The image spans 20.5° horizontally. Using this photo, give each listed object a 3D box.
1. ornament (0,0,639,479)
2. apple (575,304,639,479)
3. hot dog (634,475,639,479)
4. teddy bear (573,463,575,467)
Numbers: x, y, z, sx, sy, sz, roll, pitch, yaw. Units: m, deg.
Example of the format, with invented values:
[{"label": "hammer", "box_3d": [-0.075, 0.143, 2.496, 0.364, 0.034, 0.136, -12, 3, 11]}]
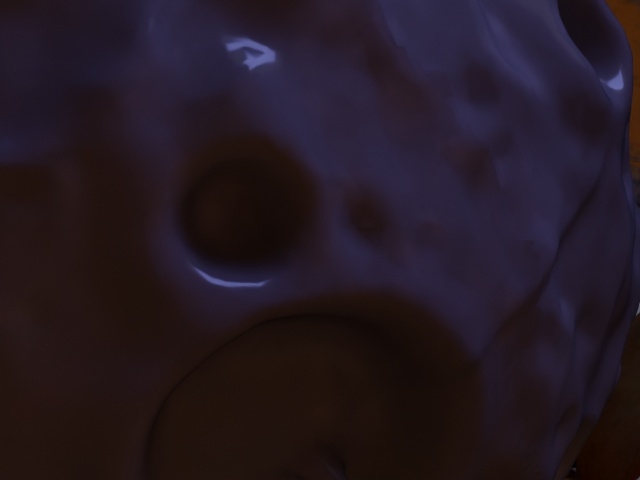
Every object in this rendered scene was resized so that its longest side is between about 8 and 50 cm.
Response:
[{"label": "ornament", "box_3d": [-0.062, -0.009, 0.537, 0.337, 0.337, 0.337, 26, 5, -2]}, {"label": "apple", "box_3d": [0.299, 0.193, 1.305, 0.251, 0.163, 0.293, 35, 12, -38]}, {"label": "hot dog", "box_3d": [0.205, 0.173, 0.942, 0.259, 0.114, 0.175, -10, 3, -29]}, {"label": "teddy bear", "box_3d": [0.218, 0.177, 1.629, 0.119, 0.078, 0.160, 4, -25, 31]}]
